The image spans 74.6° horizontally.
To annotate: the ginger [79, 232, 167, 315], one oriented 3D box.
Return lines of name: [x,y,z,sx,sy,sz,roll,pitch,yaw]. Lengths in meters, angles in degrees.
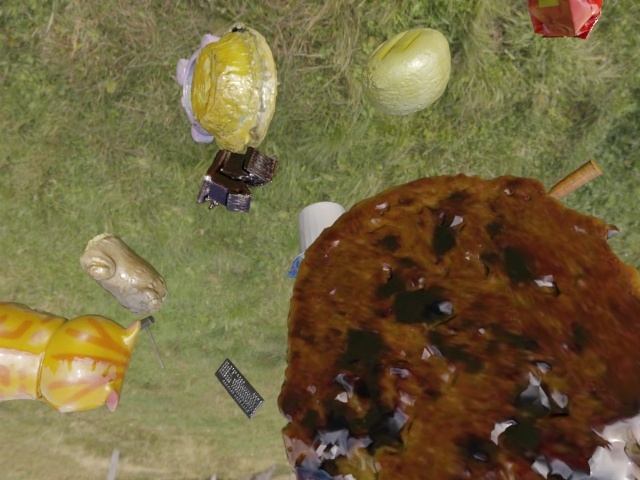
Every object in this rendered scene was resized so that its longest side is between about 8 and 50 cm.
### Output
ginger: [-0.527,0.093,1.122,0.276,0.130,0.221,40,169,9]

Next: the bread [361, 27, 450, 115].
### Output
bread: [0.302,-0.604,1.484,0.320,0.320,0.237,-10,140,9]

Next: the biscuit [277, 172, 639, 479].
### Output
biscuit: [0.105,0.093,0.345,0.289,0.334,0.081,0,153,25]

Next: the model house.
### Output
model house: [-0.215,-0.155,1.110,0.164,0.203,0.141,22,153,-2]

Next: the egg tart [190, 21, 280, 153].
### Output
egg tart: [-0.273,-0.439,1.238,0.169,0.388,0.388,-5,152,-37]

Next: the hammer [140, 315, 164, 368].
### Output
hammer: [-0.344,0.211,0.864,0.035,0.110,0.019,-28,170,6]

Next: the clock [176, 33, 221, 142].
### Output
clock: [-0.408,-0.539,1.533,0.113,0.322,0.295,-7,180,-42]

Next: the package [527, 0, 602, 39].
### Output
package: [0.688,-0.799,1.224,0.123,0.196,0.423,-36,120,-1]

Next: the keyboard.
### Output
keyboard: [-0.186,0.331,0.950,0.053,0.155,0.010,-53,142,-5]

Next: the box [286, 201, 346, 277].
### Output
box: [0.000,0.000,1.516,0.291,0.206,0.262,-23,148,28]

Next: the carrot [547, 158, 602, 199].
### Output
carrot: [0.632,-0.143,1.061,0.048,0.048,0.139,24,130,-33]

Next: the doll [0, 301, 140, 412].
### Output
doll: [-0.438,0.184,0.669,0.270,0.166,0.162,10,161,-13]
